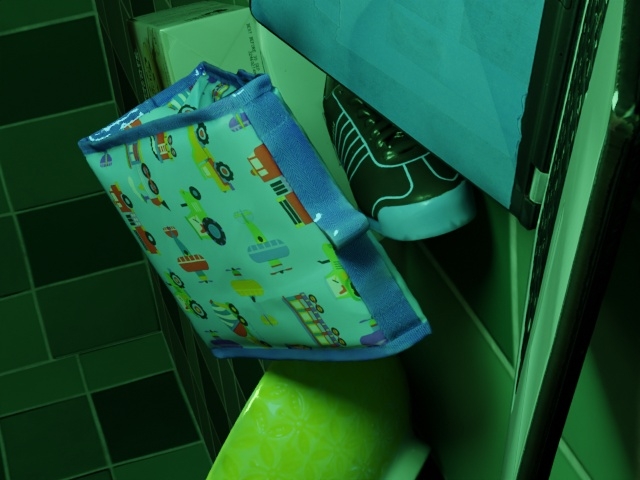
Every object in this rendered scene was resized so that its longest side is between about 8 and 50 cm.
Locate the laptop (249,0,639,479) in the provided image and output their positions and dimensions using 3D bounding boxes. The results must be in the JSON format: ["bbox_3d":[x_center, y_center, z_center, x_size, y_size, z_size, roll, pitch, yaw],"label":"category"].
[{"bbox_3d":[0.026,-0.096,0.694,0.382,0.236,0.407,90,-168,-53],"label":"laptop"}]

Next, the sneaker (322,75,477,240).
[{"bbox_3d":[0.048,-0.077,1.042,0.232,0.081,0.090,-126,17,-63],"label":"sneaker"}]

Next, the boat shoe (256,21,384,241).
[{"bbox_3d":[0.001,-0.126,1.192,0.088,0.096,0.267,33,145,66],"label":"boat shoe"}]

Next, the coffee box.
[{"bbox_3d":[-0.146,-0.196,1.705,0.297,0.119,0.168,-144,40,-72],"label":"coffee box"}]

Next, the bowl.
[{"bbox_3d":[0.010,0.205,1.304,0.156,0.289,0.289,28,155,8],"label":"bowl"}]

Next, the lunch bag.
[{"bbox_3d":[-0.042,-0.016,1.058,0.221,0.138,0.293,58,163,-15],"label":"lunch bag"}]
